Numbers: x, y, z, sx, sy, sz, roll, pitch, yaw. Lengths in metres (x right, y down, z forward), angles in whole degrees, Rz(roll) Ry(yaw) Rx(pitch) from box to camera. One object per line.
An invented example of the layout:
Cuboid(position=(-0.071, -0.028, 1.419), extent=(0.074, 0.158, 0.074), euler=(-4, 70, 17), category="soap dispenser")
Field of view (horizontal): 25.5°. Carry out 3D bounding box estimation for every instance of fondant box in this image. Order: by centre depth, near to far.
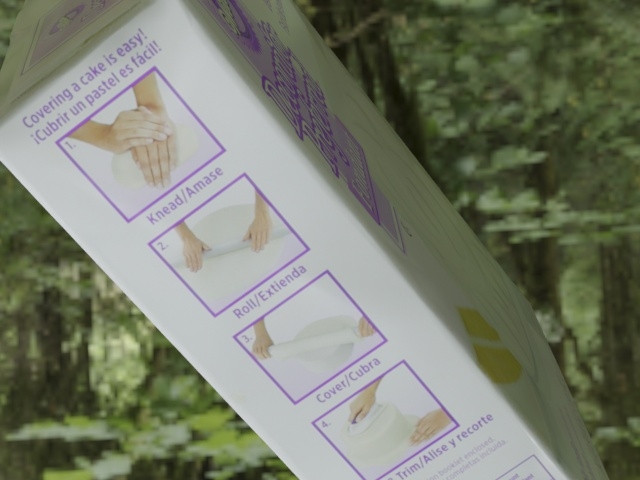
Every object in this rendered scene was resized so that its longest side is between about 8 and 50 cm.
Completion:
Cuboid(position=(0.000, 0.000, 0.656), extent=(0.096, 0.330, 0.238), euler=(-36, -156, 12), category="fondant box")
